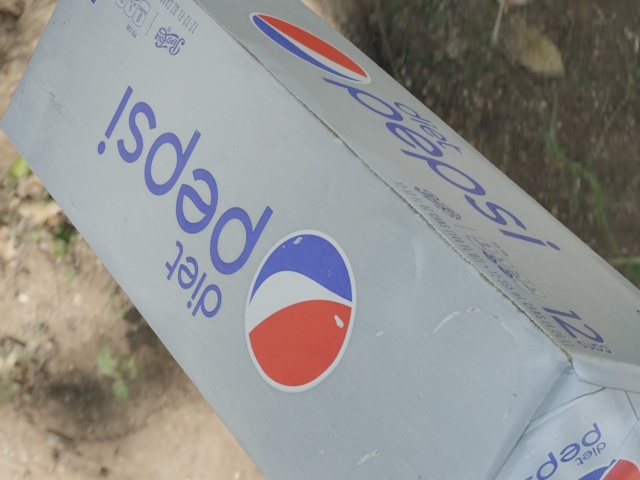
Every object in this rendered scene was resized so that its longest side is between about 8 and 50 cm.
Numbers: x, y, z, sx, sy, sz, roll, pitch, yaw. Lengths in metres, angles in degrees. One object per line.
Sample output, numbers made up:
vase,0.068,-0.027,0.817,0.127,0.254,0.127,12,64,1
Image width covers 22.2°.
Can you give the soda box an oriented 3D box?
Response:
soda box,0.000,0.000,0.538,0.091,0.286,0.098,13,113,-42
